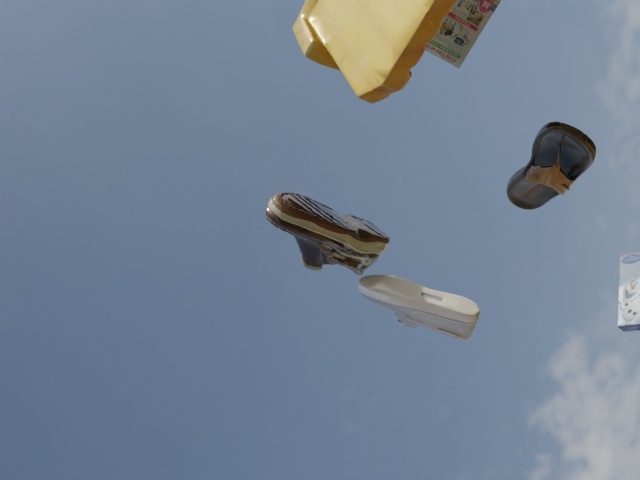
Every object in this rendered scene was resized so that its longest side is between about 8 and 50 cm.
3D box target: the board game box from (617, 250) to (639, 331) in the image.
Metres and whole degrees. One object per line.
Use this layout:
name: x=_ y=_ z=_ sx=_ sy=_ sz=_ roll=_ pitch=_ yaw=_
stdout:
board game box: x=0.371 y=0.051 z=0.998 sx=0.020 sy=0.090 sz=0.090 roll=34 pitch=-124 yaw=-39

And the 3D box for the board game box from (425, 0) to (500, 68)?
board game box: x=0.262 y=-0.524 z=1.815 sx=0.224 sy=0.097 sz=0.303 roll=18 pitch=-69 yaw=-39

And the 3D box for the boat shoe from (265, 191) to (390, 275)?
boat shoe: x=0.005 y=0.004 z=1.371 sx=0.257 sy=0.095 sz=0.095 roll=19 pitch=-71 yaw=-47

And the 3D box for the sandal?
sandal: x=0.322 y=-0.092 z=1.312 sx=0.090 sy=0.219 sz=0.060 roll=25 pitch=-118 yaw=-3

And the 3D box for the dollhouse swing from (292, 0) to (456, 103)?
dollhouse swing: x=0.172 y=-0.352 z=1.288 sx=0.315 sy=0.347 sz=0.305 roll=8 pitch=-146 yaw=-43

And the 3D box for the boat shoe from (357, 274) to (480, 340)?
boat shoe: x=0.141 y=0.101 z=1.356 sx=0.066 sy=0.184 sz=0.063 roll=-64 pitch=-15 yaw=-62
